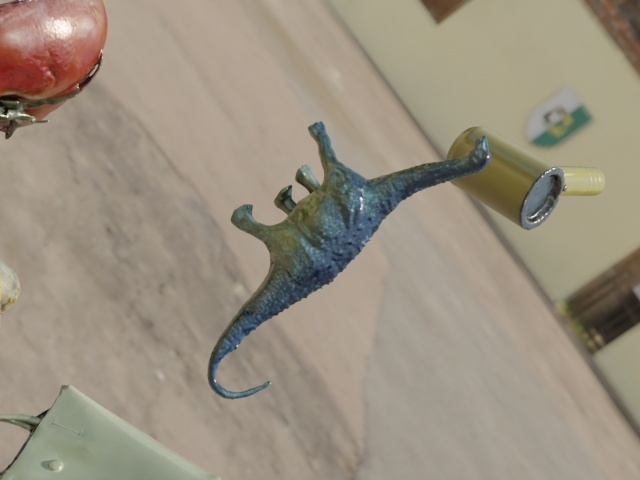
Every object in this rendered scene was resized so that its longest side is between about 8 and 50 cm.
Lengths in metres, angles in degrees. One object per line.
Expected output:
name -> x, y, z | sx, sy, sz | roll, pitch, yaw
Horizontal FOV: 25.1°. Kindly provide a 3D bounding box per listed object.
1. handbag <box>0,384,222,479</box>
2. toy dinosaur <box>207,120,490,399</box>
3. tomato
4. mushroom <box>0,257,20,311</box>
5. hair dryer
handbag -> -0.283, 0.281, 1.680 | 0.315, 0.109, 0.241 | 33, 39, -2
toy dinosaur -> -0.004, -0.010, 1.415 | 0.147, 0.363, 0.076 | 48, 3, 23
tomato -> -0.301, -0.148, 1.332 | 0.228, 0.228, 0.101 | -9, 82, -79
mushroom -> -0.489, 0.007, 1.691 | 0.351, 0.097, 0.109 | 24, 20, -52
hair dryer -> 0.288, -0.084, 1.902 | 0.135, 0.090, 0.278 | 33, 20, 32
